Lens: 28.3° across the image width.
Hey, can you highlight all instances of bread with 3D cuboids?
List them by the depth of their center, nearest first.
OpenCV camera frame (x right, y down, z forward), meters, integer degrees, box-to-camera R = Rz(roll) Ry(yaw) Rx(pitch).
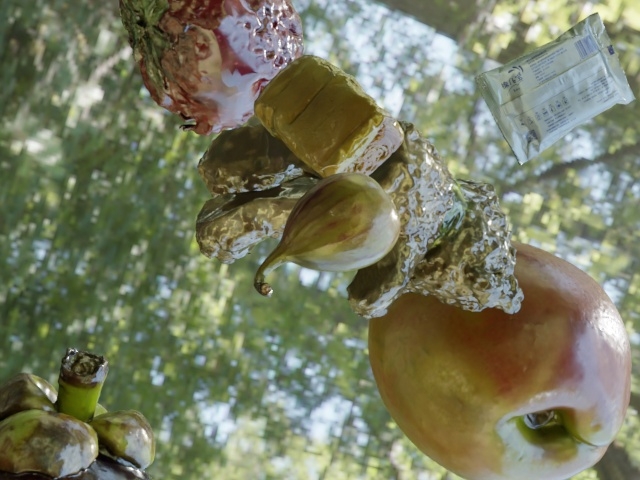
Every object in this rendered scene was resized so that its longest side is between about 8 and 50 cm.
[{"bbox_3d":[0.004,-0.090,0.947,0.074,0.053,0.132,-43,-140,1],"label":"bread"}]

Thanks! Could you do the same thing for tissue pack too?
[{"bbox_3d":[0.292,-0.188,1.563,0.122,0.193,0.026,64,-18,-8],"label":"tissue pack"}]

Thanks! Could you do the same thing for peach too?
[{"bbox_3d":[0.208,0.136,1.511,0.307,0.308,0.332,-66,-150,13],"label":"peach"}]

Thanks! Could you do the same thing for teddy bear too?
[{"bbox_3d":[0.040,-0.016,1.301,0.296,0.222,0.246,-14,-143,9],"label":"teddy bear"}]

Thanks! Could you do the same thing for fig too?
[{"bbox_3d":[0.000,0.000,0.614,0.083,0.050,0.050,-34,-163,-19],"label":"fig"}]

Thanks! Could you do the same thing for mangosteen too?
[{"bbox_3d":[-0.198,0.187,0.957,0.217,0.192,0.192,-67,-155,2],"label":"mangosteen"}]

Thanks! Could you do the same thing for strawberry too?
[{"bbox_3d":[-0.141,-0.283,1.716,0.274,0.221,0.274,43,-37,44],"label":"strawberry"}]
